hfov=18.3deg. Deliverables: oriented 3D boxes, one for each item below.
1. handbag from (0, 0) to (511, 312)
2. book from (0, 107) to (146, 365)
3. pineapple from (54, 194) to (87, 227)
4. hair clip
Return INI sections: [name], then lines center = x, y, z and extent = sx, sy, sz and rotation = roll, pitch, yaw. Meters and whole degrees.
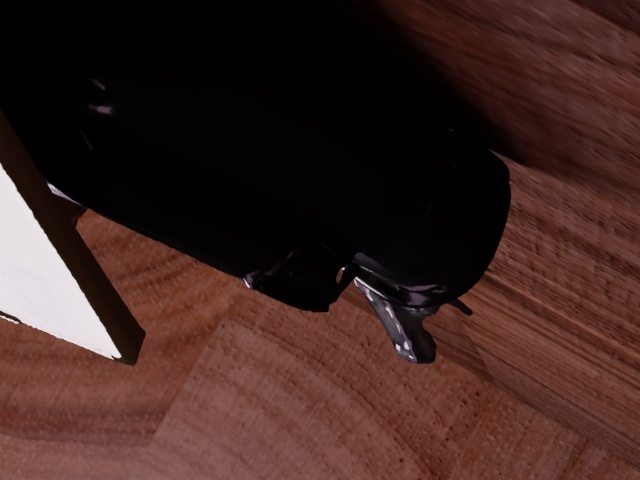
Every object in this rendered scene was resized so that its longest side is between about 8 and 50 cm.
[handbag]
center = -0.089, -0.071, 0.611
extent = 0.275, 0.088, 0.244
rotation = 27, 179, 29
[book]
center = -0.146, -0.042, 0.501
extent = 0.192, 0.013, 0.168
rotation = 20, 157, 23
[pineapple]
center = -0.175, -0.081, 1.059
extent = 0.125, 0.125, 0.251
rotation = 32, -179, -26
[hair clip]
center = 0.005, -0.006, 1.085
extent = 0.187, 0.056, 0.146
rotation = 41, 175, -19
